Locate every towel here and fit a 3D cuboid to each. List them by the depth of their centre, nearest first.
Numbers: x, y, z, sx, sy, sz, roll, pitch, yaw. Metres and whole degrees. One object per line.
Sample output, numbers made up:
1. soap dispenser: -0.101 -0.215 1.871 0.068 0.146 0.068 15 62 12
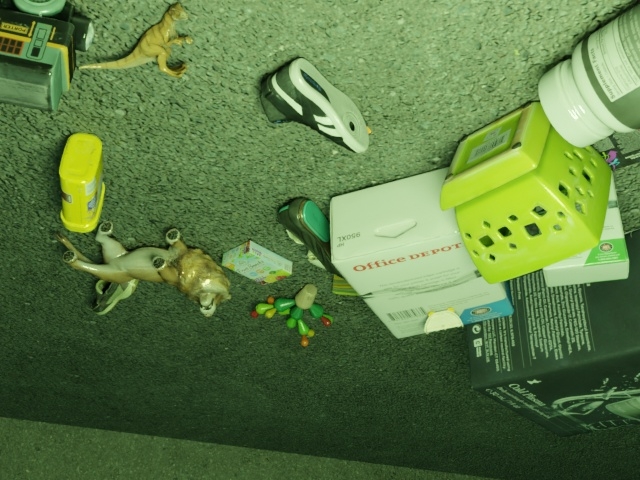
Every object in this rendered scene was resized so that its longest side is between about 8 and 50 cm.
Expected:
1. towel: 0.083 0.076 1.851 0.102 0.021 0.237 2 149 0

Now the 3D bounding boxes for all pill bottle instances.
1. pill bottle: 0.477 -0.259 1.108 0.161 0.161 0.283 23 144 -30

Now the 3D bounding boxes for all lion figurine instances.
1. lion figurine: -0.411 0.060 1.789 0.391 0.142 0.240 12 159 12

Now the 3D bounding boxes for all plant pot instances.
1. plant pot: 0.348 -0.094 1.321 0.228 0.227 0.207 -26 114 41

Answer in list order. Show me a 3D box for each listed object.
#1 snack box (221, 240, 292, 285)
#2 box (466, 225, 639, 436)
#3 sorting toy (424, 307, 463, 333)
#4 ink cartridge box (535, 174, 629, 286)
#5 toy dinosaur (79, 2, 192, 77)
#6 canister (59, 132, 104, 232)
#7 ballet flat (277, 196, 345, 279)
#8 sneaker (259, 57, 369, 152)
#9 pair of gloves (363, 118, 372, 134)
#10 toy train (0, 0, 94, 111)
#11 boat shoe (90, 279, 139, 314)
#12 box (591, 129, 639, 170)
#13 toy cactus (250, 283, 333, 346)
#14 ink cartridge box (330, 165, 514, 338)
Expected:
1. snack box: -0.151 0.056 1.822 0.100 0.037 0.141 -25 139 37
2. box: 0.674 0.244 1.822 0.471 0.298 0.479 -24 140 35
3. sorting toy: 0.273 0.183 1.657 0.083 0.045 0.075 -13 154 15
4. ink cartridge box: 0.497 -0.028 1.454 0.153 0.209 0.087 -7 151 19
5. toy dinosaur: -0.271 -0.306 1.216 0.211 0.064 0.112 -29 119 29
6. canister: -0.466 -0.113 1.481 0.073 0.126 0.170 9 147 -10
7. ballet flat: 0.000 0.000 1.674 0.096 0.095 0.280 -7 139 35
8. sneaker: -0.018 -0.220 1.315 0.121 0.079 0.217 -16 136 35
9. pair of gloves: 0.046 -0.206 1.386 0.083 0.010 0.074 -16 144 27
10. toy train: -0.507 -0.303 1.095 0.333 0.190 0.142 10 148 -12
11. boat shoe: -0.542 0.125 1.944 0.073 0.080 0.223 34 140 -25
12. box: 0.538 -0.187 1.356 0.116 0.029 0.162 -17 143 32
13. toy cactus: -0.060 0.184 1.986 0.218 0.112 0.180 19 137 -10
14. ink cartridge box: 0.224 0.038 1.619 0.285 0.166 0.395 -14 145 19
